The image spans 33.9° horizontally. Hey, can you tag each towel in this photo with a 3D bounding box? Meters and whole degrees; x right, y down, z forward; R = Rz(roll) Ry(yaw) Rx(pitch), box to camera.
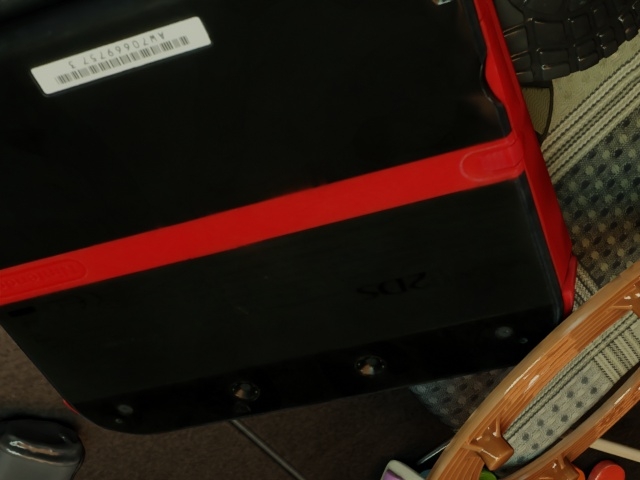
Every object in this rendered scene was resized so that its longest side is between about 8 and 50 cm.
[{"bbox_3d":[0.185,0.004,0.828,0.324,0.056,0.312,-42,124,2],"label":"towel"}]

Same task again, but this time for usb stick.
[{"bbox_3d":[-0.273,0.255,0.860,0.077,0.045,0.278,16,118,-29],"label":"usb stick"}]

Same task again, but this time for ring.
[{"bbox_3d":[0.208,0.118,0.794,0.336,0.032,0.336,-31,151,-19],"label":"ring"}]

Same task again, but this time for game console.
[{"bbox_3d":[-0.055,-0.016,0.663,0.386,0.060,0.342,-14,128,17],"label":"game console"}]

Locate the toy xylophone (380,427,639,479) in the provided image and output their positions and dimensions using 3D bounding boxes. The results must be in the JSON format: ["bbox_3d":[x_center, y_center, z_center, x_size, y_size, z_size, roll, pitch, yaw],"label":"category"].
[{"bbox_3d":[0.201,0.275,1.012,0.322,0.081,0.236,26,93,-28],"label":"toy xylophone"}]

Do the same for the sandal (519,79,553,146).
[{"bbox_3d":[0.023,-0.147,0.643,0.303,0.086,0.120,43,72,-25],"label":"sandal"}]

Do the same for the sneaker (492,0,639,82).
[{"bbox_3d":[0.172,-0.204,0.641,0.283,0.124,0.107,-33,139,-7],"label":"sneaker"}]
